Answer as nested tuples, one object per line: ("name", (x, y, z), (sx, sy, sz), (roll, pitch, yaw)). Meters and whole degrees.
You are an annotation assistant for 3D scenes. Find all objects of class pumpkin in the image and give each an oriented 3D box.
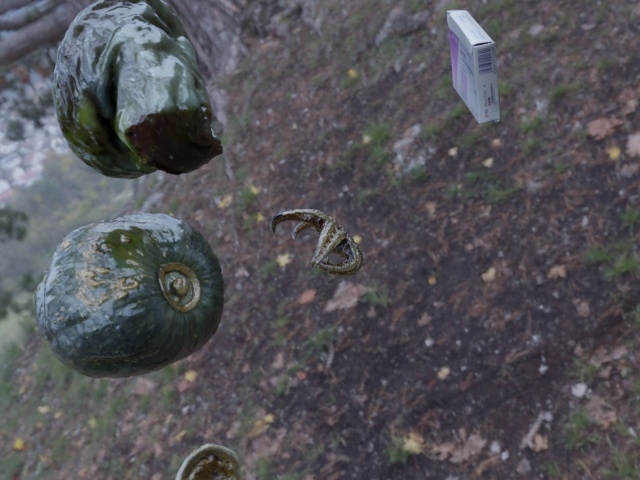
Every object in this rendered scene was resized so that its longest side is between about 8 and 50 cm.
("pumpkin", (-0.340, 0.094, 1.448), (0.257, 0.291, 0.328), (-23, -12, 38))

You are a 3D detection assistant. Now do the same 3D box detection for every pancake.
("pancake", (-0.206, 0.446, 1.521), (0.139, 0.139, 0.022), (-38, 17, -24))

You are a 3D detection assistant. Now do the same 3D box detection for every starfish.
("starfish", (-0.001, 0.001, 1.244), (0.074, 0.146, 0.190), (-46, -4, 6))

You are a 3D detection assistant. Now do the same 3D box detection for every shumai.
("shumai", (-0.252, -0.233, 1.332), (0.263, 0.309, 0.304), (26, 69, 33))

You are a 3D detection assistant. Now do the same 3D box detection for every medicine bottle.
("medicine bottle", (0.304, -0.348, 1.619), (0.052, 0.171, 0.201), (-12, 34, 0))
